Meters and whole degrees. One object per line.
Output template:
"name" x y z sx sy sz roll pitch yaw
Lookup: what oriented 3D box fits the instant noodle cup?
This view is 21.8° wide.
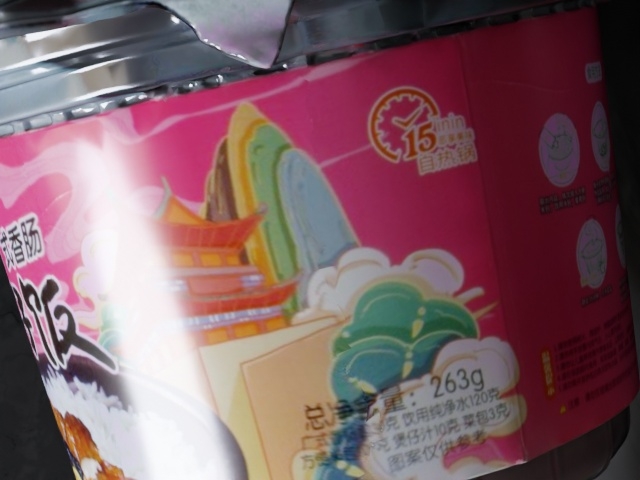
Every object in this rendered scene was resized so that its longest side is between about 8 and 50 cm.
"instant noodle cup" 0.000 0.000 0.546 0.258 0.302 0.182 -9 96 43
